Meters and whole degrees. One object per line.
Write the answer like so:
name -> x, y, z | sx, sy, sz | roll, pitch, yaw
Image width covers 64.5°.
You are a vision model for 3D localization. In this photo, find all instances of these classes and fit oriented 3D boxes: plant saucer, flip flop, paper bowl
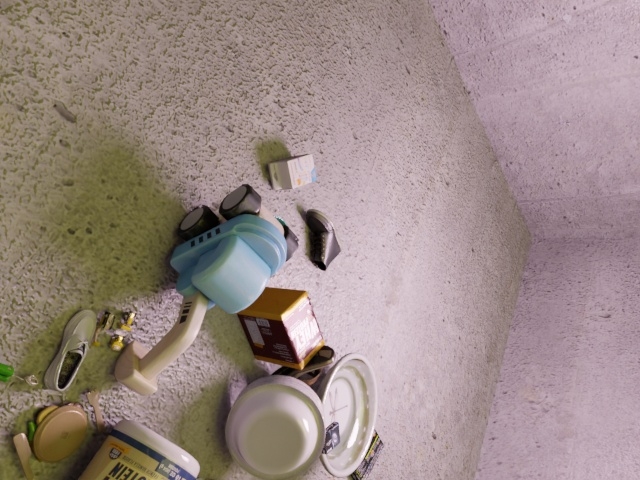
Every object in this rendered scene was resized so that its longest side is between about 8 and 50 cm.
plant saucer -> 0.066, 0.579, 1.719 | 0.400, 0.100, 0.401 | 0, 90, -57
flip flop -> -0.057, 0.411, 1.560 | 0.080, 0.277, 0.112 | 49, 21, -11
paper bowl -> -0.127, 0.541, 1.443 | 0.148, 0.284, 0.284 | -98, -174, -86

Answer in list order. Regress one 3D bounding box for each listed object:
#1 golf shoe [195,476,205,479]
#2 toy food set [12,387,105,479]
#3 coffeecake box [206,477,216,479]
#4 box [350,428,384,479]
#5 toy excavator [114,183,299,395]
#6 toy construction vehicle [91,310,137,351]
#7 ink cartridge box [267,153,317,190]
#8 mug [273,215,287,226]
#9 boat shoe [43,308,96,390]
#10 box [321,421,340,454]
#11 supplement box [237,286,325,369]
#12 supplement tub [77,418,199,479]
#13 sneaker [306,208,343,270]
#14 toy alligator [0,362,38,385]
golf shoe -> -0.344, 0.729, 1.355 | 0.069, 0.086, 0.176 | 32, 68, -48
toy food set -> -0.575, 0.418, 1.116 | 0.192, 0.038, 0.132 | -27, 119, -52
coffeecake box -> -0.288, 0.789, 1.435 | 0.142, 0.068, 0.186 | 41, 60, -43
box -> 0.166, 0.830, 2.002 | 0.191, 0.045, 0.184 | -51, 125, -36
toy excavator -> -0.290, 0.126, 1.268 | 0.222, 0.433, 0.445 | 50, 27, -32
toy construction vehicle -> -0.494, 0.209, 1.211 | 0.086, 0.035, 0.098 | 38, 65, -56
ink cartridge box -> -0.095, -0.218, 1.633 | 0.143, 0.090, 0.092 | -28, 112, -47
mug -> -0.178, -0.019, 1.532 | 0.158, 0.097, 0.129 | 56, 51, -34
boat shoe -> -0.544, 0.242, 1.121 | 0.066, 0.063, 0.184 | 47, 57, -40
box -> 0.030, 0.603, 1.553 | 0.083, 0.018, 0.067 | -11, 98, -57
supplement box -> -0.120, 0.260, 1.532 | 0.129, 0.191, 0.194 | -40, 121, -43
supplement tub -> -0.443, 0.591, 1.121 | 0.228, 0.228, 0.316 | 55, 51, -35
sneaker -> 0.000, 0.000, 1.757 | 0.118, 0.083, 0.222 | -58, 132, -31
toy alligator -> -0.656, 0.256, 1.002 | 0.051, 0.056, 0.190 | -36, 130, 5
